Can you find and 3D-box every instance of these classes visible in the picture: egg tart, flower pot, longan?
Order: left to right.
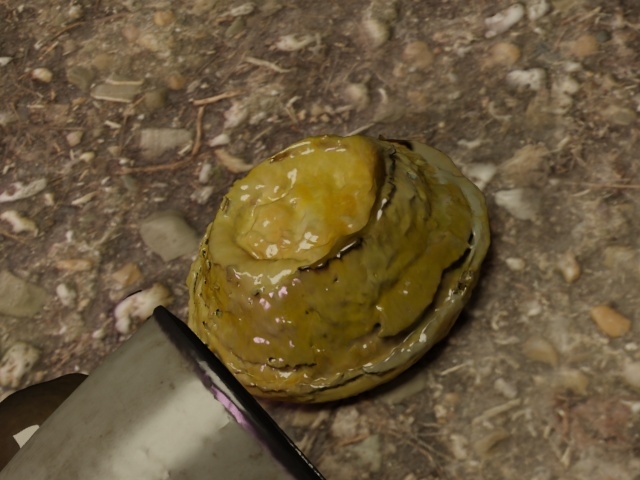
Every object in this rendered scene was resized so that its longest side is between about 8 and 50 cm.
[{"bbox_3d":[-0.255,0.212,1.853,0.167,0.167,0.187,3,29,30],"label":"longan"},{"bbox_3d":[-0.161,0.264,1.662,0.330,0.293,0.293,-40,43,-3],"label":"flower pot"},{"bbox_3d":[0.000,0.000,1.941,0.345,0.132,0.345,-17,42,16],"label":"egg tart"}]
